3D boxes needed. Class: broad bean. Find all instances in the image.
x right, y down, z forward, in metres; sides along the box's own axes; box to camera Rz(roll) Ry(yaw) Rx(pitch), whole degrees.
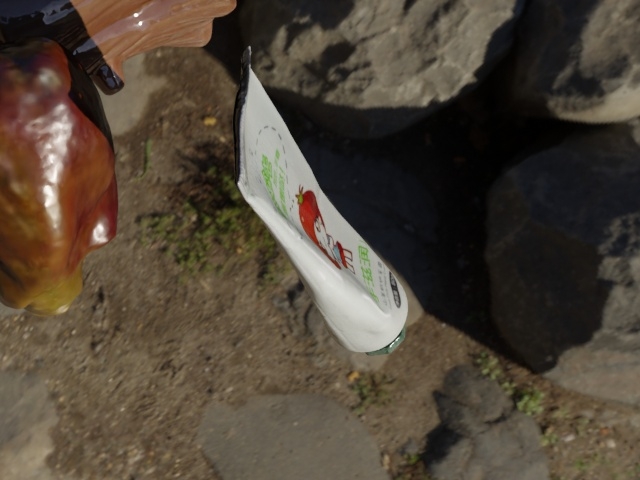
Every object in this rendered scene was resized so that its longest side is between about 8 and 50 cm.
[{"bbox_3d":[-0.209,-0.044,0.719,0.122,0.228,0.156,-19,43,-20],"label":"broad bean"}]

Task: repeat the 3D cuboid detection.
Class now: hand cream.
[{"bbox_3d":[0.000,0.000,0.764,0.336,0.076,0.121,57,21,-53],"label":"hand cream"}]

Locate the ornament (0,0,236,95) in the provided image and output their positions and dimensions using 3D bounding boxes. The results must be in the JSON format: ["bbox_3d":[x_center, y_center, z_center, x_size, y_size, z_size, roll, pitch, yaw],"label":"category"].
[{"bbox_3d":[-0.228,-0.239,0.844,0.218,0.221,0.235,-36,132,-27],"label":"ornament"}]
